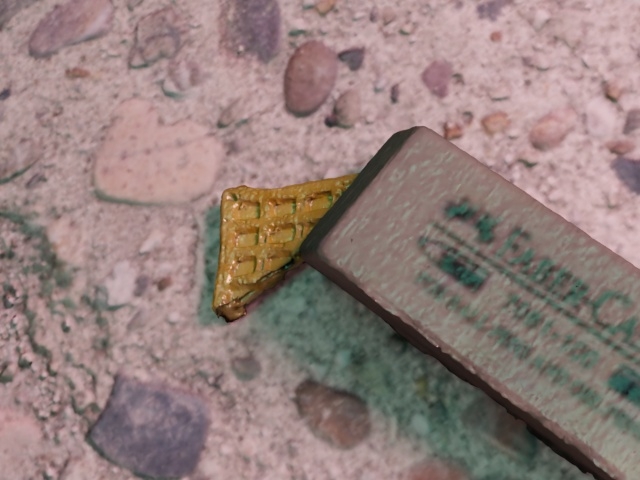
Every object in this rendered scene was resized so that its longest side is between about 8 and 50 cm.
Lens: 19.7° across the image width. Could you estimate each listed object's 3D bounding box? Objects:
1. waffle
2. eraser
[{"bbox_3d":[0.000,0.000,1.243,0.153,0.023,0.097,-9,63,21],"label":"waffle"},{"bbox_3d":[0.127,0.045,1.112,0.352,0.077,0.111,36,85,31],"label":"eraser"}]
